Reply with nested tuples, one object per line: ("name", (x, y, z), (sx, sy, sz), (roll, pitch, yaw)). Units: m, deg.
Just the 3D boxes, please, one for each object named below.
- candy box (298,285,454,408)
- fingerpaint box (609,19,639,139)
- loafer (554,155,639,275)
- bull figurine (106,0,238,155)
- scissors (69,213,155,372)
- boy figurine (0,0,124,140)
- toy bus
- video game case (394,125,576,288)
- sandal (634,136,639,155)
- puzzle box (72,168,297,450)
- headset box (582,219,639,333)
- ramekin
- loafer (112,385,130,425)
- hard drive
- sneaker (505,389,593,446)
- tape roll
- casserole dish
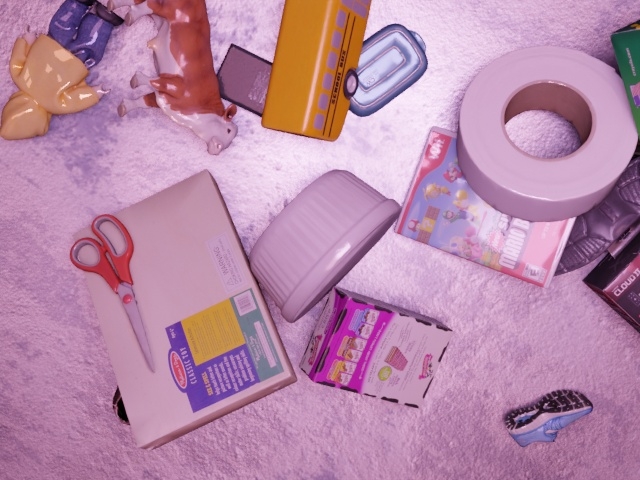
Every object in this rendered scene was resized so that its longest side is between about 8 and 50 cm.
("candy box", (0.099, 0.189, 1.364), (0.233, 0.071, 0.159), (20, 97, -28))
("fingerpaint box", (0.696, -0.185, 1.208), (0.371, 0.163, 0.444), (-26, 105, -13))
("loafer", (0.486, -0.031, 1.366), (0.302, 0.095, 0.109), (-40, 68, 22))
("bull figurine", (-0.240, -0.284, 1.300), (0.188, 0.101, 0.310), (-3, 79, -39))
("scissors", (-0.318, 0.077, 1.297), (0.109, 0.021, 0.297), (-40, 65, -5))
("boy figurine", (-0.446, -0.284, 1.335), (0.177, 0.092, 0.285), (32, 97, -4))
("toy bus", (0.001, -0.336, 1.291), (0.108, 0.130, 0.332), (15, 96, 30))
("video game case", (0.296, -0.060, 1.363), (0.285, 0.025, 0.204), (21, 97, 13))
("sandal", (0.640, -0.251, 1.351), (0.303, 0.120, 0.086), (-42, 133, 0))
("puzzle box", (-0.237, 0.108, 1.308), (0.272, 0.052, 0.409), (-25, 66, 2))
("headset box", (0.634, 0.076, 1.378), (0.293, 0.110, 0.218), (41, 95, -5))
("ramekin", (0.000, 0.000, 1.293), (0.127, 0.273, 0.273), (44, 95, 7))
("loafer", (-0.236, 0.196, 1.375), (0.134, 0.130, 0.366), (35, 96, -5))
("hard drive", (-0.115, -0.275, 1.372), (0.135, 0.022, 0.094), (26, 97, -4))
("sneaker", (0.426, 0.333, 1.444), (0.162, 0.063, 0.073), (-22, 114, 6))
("tape roll", (0.370, -0.178, 1.292), (0.286, 0.100, 0.286), (-2, 69, 6))
("casserole dish", (0.103, -0.299, 1.365), (0.188, 0.037, 0.114), (-36, 95, 5))
